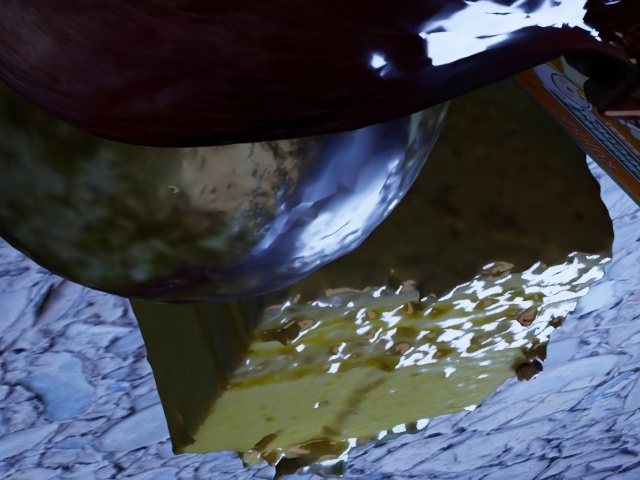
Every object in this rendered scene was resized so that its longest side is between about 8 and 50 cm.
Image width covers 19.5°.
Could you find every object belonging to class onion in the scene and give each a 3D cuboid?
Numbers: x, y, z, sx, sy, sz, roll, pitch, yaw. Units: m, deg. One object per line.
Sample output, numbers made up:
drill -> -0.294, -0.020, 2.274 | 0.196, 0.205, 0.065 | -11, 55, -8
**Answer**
onion -> 0.051, -0.142, 0.565 | 0.347, 0.285, 0.347 | -41, 177, -2

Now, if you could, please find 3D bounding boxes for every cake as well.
cake -> 0.000, 0.000, 1.121 | 0.222, 0.227, 0.286 | -7, 152, -23

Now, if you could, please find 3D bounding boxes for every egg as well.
egg -> -0.051, -0.091, 0.845 | 0.238, 0.238, 0.289 | -32, 169, 24

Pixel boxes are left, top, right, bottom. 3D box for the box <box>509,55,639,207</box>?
box -> 0.210, -0.115, 0.976 | 0.195, 0.148, 0.177 | 41, 84, -25
